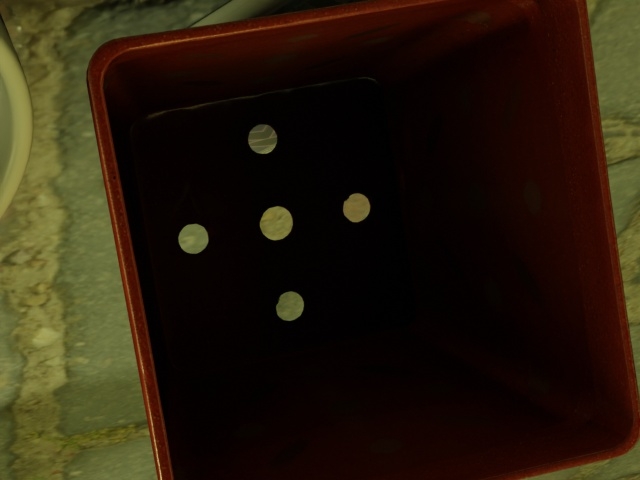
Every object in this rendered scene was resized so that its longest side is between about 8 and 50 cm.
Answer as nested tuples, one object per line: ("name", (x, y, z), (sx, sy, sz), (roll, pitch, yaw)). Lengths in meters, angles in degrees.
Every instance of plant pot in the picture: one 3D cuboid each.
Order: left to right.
("plant pot", (0.000, 0.000, 0.954), (0.267, 0.267, 0.236), (-11, -172, -15))

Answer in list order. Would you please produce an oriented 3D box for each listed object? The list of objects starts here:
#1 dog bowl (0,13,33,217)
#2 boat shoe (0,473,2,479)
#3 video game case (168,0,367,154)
("dog bowl", (-0.286, -0.070, 0.822), (0.264, 0.104, 0.265), (-17, 143, -14))
("boat shoe", (-0.429, 0.282, 1.493), (0.158, 0.127, 0.340), (-4, 154, -43))
("video game case", (0.003, -0.121, 1.062), (0.201, 0.023, 0.183), (-28, 153, 23))
